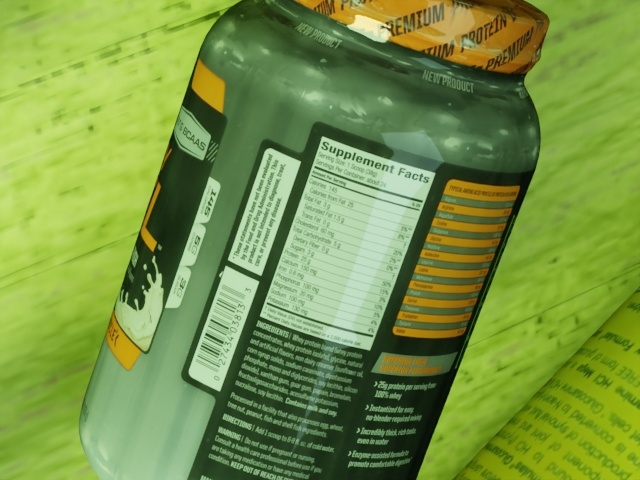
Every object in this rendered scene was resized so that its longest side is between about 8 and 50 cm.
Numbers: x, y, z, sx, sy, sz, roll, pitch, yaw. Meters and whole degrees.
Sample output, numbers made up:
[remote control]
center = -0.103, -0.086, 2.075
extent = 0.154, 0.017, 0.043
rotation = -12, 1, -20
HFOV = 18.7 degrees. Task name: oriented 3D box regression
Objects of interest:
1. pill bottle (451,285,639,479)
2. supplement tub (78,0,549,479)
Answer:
[pill bottle]
center = 0.129, 0.146, 0.747
extent = 0.334, 0.188, 0.188
rotation = -45, 128, -5
[supplement tub]
center = 0.000, 0.000, 0.639
extent = 0.117, 0.117, 0.190
rotation = 10, 107, -35
